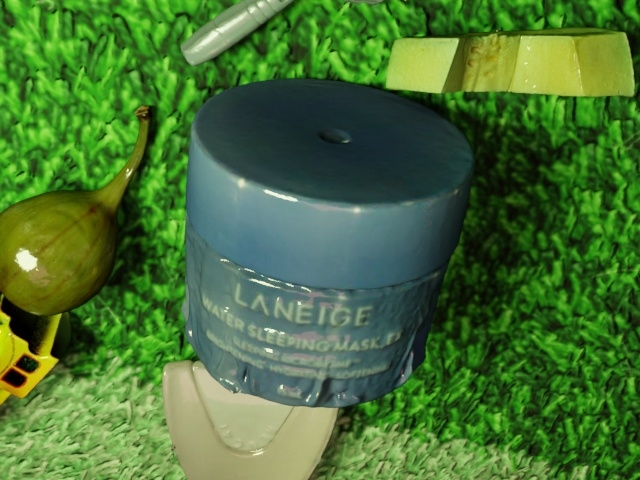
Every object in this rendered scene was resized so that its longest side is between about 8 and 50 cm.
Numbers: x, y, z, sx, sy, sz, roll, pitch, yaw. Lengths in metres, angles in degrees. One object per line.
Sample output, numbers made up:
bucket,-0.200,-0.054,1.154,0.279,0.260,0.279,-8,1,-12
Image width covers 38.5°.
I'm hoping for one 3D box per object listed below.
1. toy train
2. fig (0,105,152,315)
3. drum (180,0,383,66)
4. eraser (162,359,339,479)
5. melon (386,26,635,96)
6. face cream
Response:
toy train,-0.409,0.153,1.000,0.161,0.100,0.296,38,113,-23
fig,-0.234,-0.034,0.911,0.124,0.124,0.236,37,89,-21
drum,-0.022,-0.248,0.805,0.253,0.049,0.130,-17,120,7
eraser,-0.087,0.247,1.090,0.204,0.059,0.243,4,117,-5
melon,0.166,-0.161,0.829,0.210,0.118,0.064,-4,108,-14
face cream,0.000,0.000,0.838,0.249,0.249,0.225,4,123,-4
